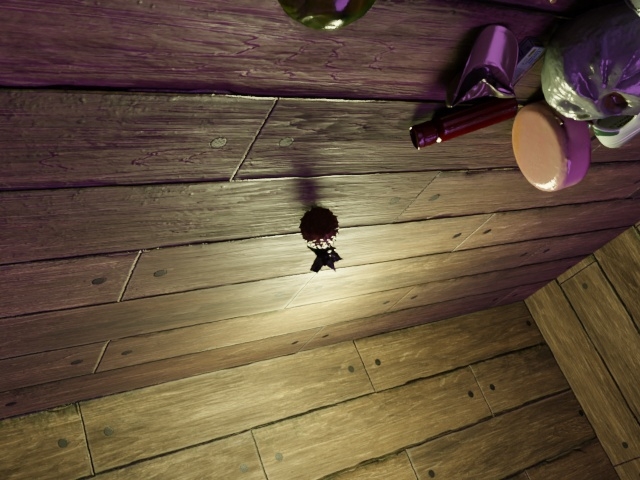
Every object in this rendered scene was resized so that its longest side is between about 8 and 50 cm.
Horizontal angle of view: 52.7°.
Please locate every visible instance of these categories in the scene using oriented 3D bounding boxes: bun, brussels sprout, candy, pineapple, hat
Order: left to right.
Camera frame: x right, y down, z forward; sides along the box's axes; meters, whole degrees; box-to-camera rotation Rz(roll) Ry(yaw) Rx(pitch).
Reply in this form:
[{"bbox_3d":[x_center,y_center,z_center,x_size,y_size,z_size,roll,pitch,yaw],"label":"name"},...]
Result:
[{"bbox_3d":[0.000,0.000,1.868,0.119,0.130,0.277,-48,160,-16],"label":"pineapple"},{"bbox_3d":[0.016,-0.403,0.969,0.161,0.144,0.180,24,153,-14],"label":"brussels sprout"},{"bbox_3d":[0.345,-0.386,1.423,0.166,0.144,0.174,-11,111,-21],"label":"hat"},{"bbox_3d":[0.605,-0.255,1.696,0.094,0.256,0.255,-16,156,-14],"label":"candy"},{"bbox_3d":[0.681,-0.387,1.459,0.354,0.194,0.354,-2,160,-1],"label":"bun"}]

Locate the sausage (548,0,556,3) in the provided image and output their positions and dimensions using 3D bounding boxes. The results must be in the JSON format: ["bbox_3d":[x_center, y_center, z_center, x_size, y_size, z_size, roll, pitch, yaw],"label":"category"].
[{"bbox_3d":[0.458,-0.514,1.274,0.024,0.024,0.132,-27,157,9],"label":"sausage"}]

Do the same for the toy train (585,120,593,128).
[{"bbox_3d":[0.671,-0.308,1.827,0.072,0.099,0.188,1,149,-38],"label":"toy train"}]

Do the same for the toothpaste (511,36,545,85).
[{"bbox_3d":[0.448,-0.399,1.501,0.046,0.034,0.164,-7,152,-33],"label":"toothpaste"}]

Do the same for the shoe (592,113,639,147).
[{"bbox_3d":[0.944,-0.405,1.843,0.363,0.132,0.160,-34,150,33],"label":"shoe"}]

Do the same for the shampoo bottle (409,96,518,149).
[{"bbox_3d":[0.350,-0.294,1.595,0.260,0.064,0.102,-19,178,-8],"label":"shampoo bottle"}]

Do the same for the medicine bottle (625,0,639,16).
[{"bbox_3d":[0.674,-0.546,1.135,0.244,0.245,0.290,-22,159,-3],"label":"medicine bottle"}]
